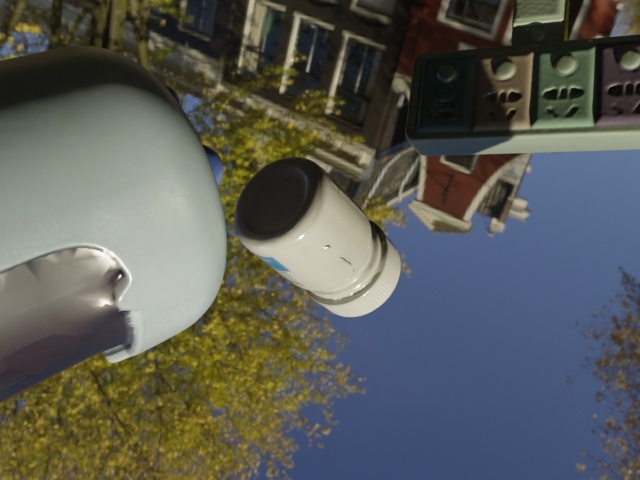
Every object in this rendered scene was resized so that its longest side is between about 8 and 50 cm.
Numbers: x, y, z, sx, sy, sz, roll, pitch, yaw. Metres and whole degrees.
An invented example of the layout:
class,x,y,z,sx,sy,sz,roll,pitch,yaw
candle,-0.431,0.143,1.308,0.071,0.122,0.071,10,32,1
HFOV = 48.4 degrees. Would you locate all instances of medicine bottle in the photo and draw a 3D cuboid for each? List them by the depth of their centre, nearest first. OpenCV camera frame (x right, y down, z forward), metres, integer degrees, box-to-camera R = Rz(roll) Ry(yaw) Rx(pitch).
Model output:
class,x,y,z,sx,sy,sz,roll,pitch,yaw
medicine bottle,0.000,0.000,0.705,0.105,0.105,0.168,45,-177,42

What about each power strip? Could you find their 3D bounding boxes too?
class,x,y,z,sx,sy,sz,roll,pitch,yaw
power strip,0.188,-0.146,0.611,0.216,0.145,0.061,2,168,24

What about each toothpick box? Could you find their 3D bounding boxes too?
class,x,y,z,sx,sy,sz,roll,pitch,yaw
toothpick box,-0.230,-0.012,0.498,0.355,0.263,0.263,-24,-135,-29
